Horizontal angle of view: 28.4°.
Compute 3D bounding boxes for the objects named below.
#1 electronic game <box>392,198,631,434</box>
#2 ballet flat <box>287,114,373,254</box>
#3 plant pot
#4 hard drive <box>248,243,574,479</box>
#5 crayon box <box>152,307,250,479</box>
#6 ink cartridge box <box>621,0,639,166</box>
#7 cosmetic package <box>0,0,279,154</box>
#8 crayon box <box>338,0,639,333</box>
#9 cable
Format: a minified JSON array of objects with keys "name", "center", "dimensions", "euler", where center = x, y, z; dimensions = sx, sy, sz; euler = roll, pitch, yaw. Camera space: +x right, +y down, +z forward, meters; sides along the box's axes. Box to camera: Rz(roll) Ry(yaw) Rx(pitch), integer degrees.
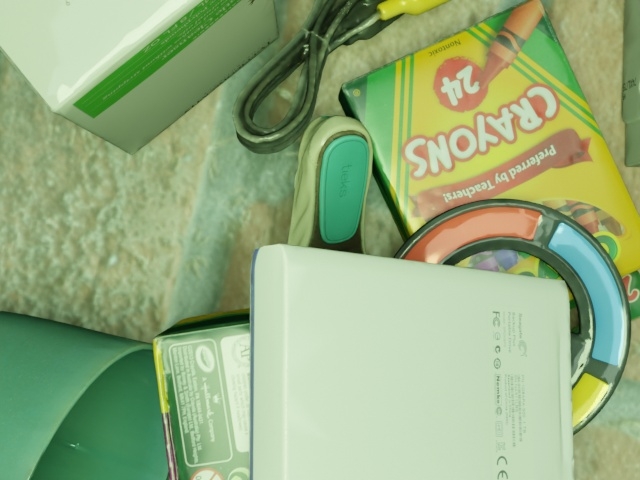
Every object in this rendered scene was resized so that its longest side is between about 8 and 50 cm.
[{"name":"electronic game","center":[0.159,0.077,1.112],"dimensions":[0.229,0.048,0.229],"euler":[0,93,-2]},{"name":"ballet flat","center":[0.000,0.000,1.168],"dimensions":[0.086,0.086,0.248],"euler":[8,110,-1]},{"name":"plant pot","center":[-0.290,0.188,1.068],"dimensions":[0.235,0.293,0.293],"euler":[19,88,16]},{"name":"hard drive","center":[0.080,0.123,0.958],"dimensions":[0.319,0.040,0.210],"euler":[8,79,-42]},{"name":"crayon box","center":[-0.051,0.242,1.049],"dimensions":[0.106,0.313,0.362],"euler":[-9,89,-2]},{"name":"ink cartridge box","center":[0.427,-0.165,1.129],"dimensions":[0.270,0.198,0.197],"euler":[1,89,-2]},{"name":"cosmetic package","center":[-0.155,-0.198,1.030],"dimensions":[0.197,0.365,0.155],"euler":[-39,89,0]},{"name":"crayon box","center":[0.173,-0.039,1.178],"dimensions":[0.202,0.081,0.318],"euler":[-25,90,-2]},{"name":"cable","center":[0.009,-0.204,1.139],"dimensions":[0.139,0.072,0.287],"euler":[41,66,19]}]
